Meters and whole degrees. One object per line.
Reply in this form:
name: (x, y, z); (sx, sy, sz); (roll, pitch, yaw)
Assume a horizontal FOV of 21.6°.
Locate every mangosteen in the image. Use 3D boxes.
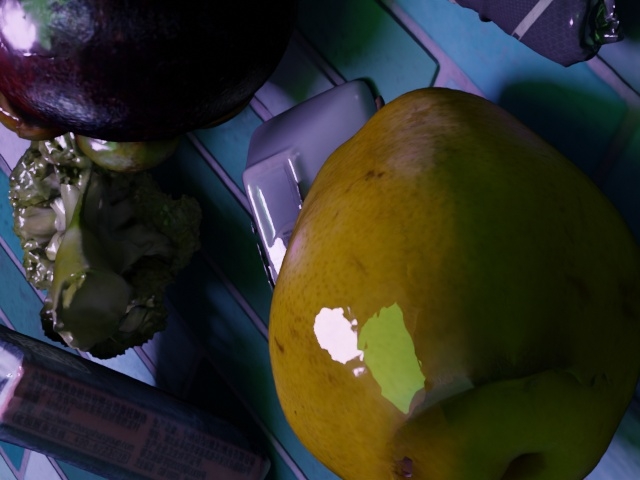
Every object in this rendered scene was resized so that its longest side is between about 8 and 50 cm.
mangosteen: (-0.159, -0.212, 1.421); (0.300, 0.300, 0.300); (25, 123, 46)

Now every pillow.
pillow: (0.097, -0.238, 1.221); (0.335, 0.093, 0.161); (32, 132, 43)

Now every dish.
dish: (0.000, 0.000, 1.459); (0.182, 0.080, 0.243); (-20, 88, 54)

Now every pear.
pear: (0.080, 0.042, 1.208); (0.336, 0.285, 0.285); (40, 133, 39)

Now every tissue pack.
tissue pack: (-0.235, 0.171, 1.658); (0.228, 0.316, 0.103); (18, 82, 51)

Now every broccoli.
broccoli: (-0.198, -0.017, 1.611); (0.302, 0.186, 0.254); (156, 107, -71)
